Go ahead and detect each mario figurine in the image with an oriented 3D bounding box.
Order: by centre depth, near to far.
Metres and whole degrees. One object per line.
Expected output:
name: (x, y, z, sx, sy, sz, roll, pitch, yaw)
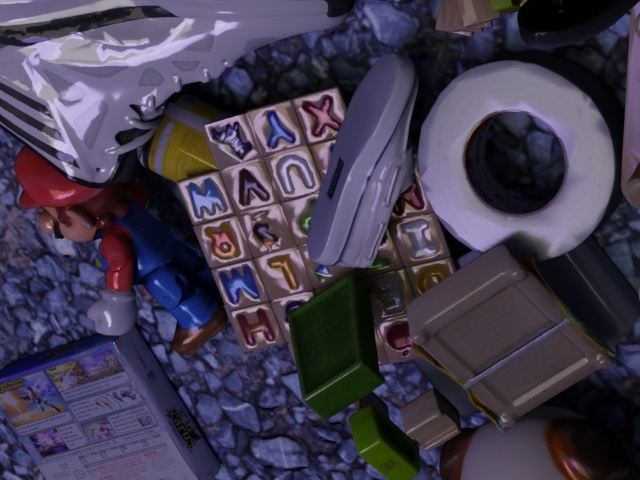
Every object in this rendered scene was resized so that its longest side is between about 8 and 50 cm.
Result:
mario figurine: (-0.259, 0.002, 2.101, 0.170, 0.198, 0.320, -45, 109, -3)

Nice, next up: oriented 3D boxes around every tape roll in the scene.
tape roll: (0.217, -0.089, 1.817, 0.219, 0.072, 0.219, 6, 106, 22)

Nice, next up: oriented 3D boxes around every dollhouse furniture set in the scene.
dollhouse furniture set: (0.144, 0.108, 1.903, 0.301, 0.151, 0.197, -34, 124, 19)

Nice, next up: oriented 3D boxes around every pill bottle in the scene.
pill bottle: (-0.115, -0.098, 2.017, 0.184, 0.103, 0.103, 26, 128, 14)

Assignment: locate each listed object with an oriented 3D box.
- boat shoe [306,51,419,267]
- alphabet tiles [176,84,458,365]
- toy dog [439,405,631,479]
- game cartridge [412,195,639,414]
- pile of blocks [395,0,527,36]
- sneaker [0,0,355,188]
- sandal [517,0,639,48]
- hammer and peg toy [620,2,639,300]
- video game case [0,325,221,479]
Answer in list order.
boat shoe: (0.063, -0.085, 1.862, 0.084, 0.095, 0.258, 11, 121, -22)
alphabet tiles: (0.000, 0.000, 1.960, 0.285, 0.011, 0.342, -14, 109, 19)
toy dog: (0.255, 0.394, 1.954, 0.284, 0.395, 0.408, -11, 79, 49)
game cartridge: (0.218, 0.089, 1.977, 0.294, 0.060, 0.196, -33, 103, 39)
pile of blocks: (0.106, -0.287, 1.713, 0.362, 0.112, 0.149, 11, 98, 17)
sneaker: (-0.171, -0.199, 1.917, 0.448, 0.169, 0.257, -1, 121, 10)
sandal: (0.288, -0.268, 1.617, 0.054, 0.254, 0.097, 61, 172, -34)
hammer and peg toy: (0.433, -0.088, 1.693, 0.266, 0.127, 0.361, 10, 123, 22)
video game case: (-0.304, 0.256, 2.373, 0.269, 0.061, 0.244, -19, 109, 37)
